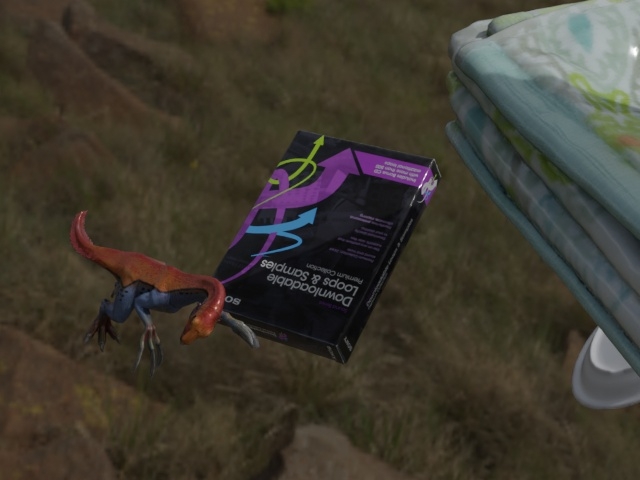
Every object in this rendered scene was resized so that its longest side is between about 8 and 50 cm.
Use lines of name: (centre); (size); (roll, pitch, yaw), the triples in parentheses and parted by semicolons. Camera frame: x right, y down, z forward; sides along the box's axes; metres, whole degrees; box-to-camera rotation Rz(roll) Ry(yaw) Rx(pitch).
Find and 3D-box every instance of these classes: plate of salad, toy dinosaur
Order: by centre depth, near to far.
toy dinosaur: (-0.069, 0.022, 0.504); (0.090, 0.082, 0.047); (52, 54, -5)
plate of salad: (0.290, 0.072, 1.024); (0.048, 0.200, 0.200); (47, 22, -12)

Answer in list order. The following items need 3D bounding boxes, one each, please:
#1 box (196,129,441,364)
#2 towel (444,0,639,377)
box: (0.000, 0.000, 0.884); (0.116, 0.029, 0.162); (14, 62, 27)
towel: (0.277, -0.017, 0.658); (0.320, 0.090, 0.374); (-13, 48, -24)
